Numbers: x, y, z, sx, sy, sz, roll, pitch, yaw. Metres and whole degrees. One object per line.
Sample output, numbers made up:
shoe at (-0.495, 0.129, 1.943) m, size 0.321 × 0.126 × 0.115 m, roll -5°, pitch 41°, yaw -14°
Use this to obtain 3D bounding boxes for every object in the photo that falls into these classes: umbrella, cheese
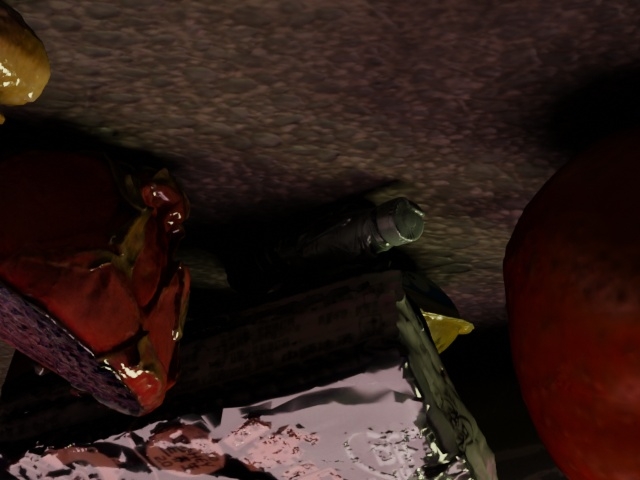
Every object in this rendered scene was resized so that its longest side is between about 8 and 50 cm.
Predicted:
umbrella at (0.000, 0.000, 1.290) m, size 0.046 × 0.050 × 0.188 m, roll 37°, pitch 145°, yaw -27°
cheese at (0.031, 0.065, 1.432) m, size 0.177 × 0.069 × 0.270 m, roll 6°, pitch 171°, yaw -2°

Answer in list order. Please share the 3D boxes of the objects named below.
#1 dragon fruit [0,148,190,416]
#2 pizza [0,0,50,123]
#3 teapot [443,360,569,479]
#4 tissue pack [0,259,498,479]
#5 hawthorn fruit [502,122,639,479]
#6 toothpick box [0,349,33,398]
dragon fruit at (-0.166, 0.002, 1.191) m, size 0.218 × 0.148 × 0.224 m, roll 35°, pitch 165°, yaw -4°
pizza at (-0.289, -0.111, 0.913) m, size 0.305 × 0.085 × 0.161 m, roll 10°, pitch 160°, yaw -21°
teapot at (0.246, 0.252, 1.556) m, size 0.362 × 0.376 × 0.305 m, roll -25°, pitch -177°, yaw 37°
tissue pack at (-0.048, 0.164, 1.321) m, size 0.332 × 0.123 × 0.245 m, roll -16°, pitch 130°, yaw 14°
hawthorn fruit at (0.234, 0.054, 1.114) m, size 0.287 × 0.287 × 0.330 m, roll 18°, pitch 169°, yaw -40°
toothpick box at (-0.110, 0.152, 1.486) m, size 0.294 × 0.192 × 0.192 m, roll 20°, pitch 155°, yaw -17°
